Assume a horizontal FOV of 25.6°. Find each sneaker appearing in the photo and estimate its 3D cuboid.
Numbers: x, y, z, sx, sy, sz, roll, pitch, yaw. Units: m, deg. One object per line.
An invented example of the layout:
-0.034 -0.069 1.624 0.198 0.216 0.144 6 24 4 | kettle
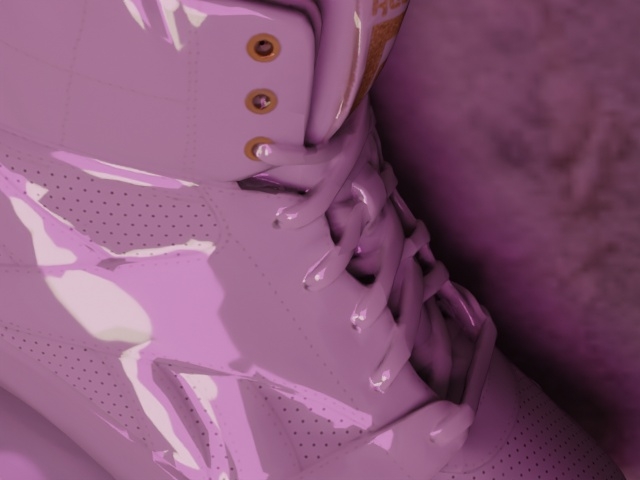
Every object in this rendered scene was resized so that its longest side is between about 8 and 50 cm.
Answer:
0.000 0.000 0.388 0.293 0.108 0.169 32 130 -9 | sneaker

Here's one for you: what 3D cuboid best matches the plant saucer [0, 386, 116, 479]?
-0.168 0.171 0.560 0.401 0.100 0.400 7 127 9 | plant saucer
